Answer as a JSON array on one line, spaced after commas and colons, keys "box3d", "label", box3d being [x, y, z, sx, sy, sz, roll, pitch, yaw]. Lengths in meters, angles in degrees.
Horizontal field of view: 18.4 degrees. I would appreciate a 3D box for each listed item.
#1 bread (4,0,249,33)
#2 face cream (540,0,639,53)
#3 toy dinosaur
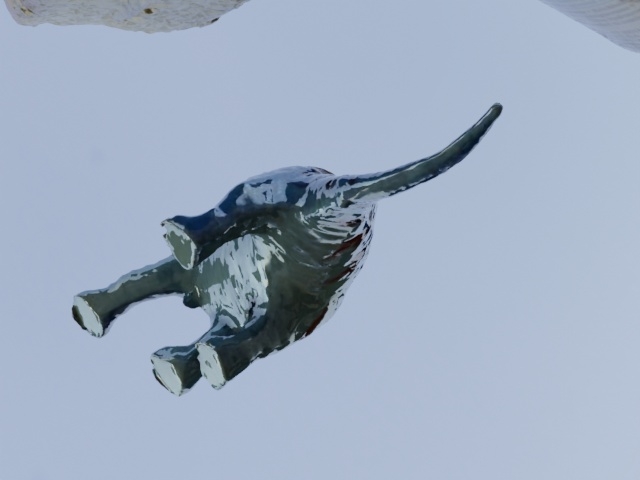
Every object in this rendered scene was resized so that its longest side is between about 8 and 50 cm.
[{"box3d": [-0.084, -0.222, 0.854, 0.111, 0.239, 0.246, -4, -91, -18], "label": "bread"}, {"box3d": [0.161, -0.204, 1.055, 0.153, 0.177, 0.177, 24, -79, -36], "label": "face cream"}, {"box3d": [-0.028, 0.016, 0.899, 0.144, 0.329, 0.076, -28, -96, -18], "label": "toy dinosaur"}]
